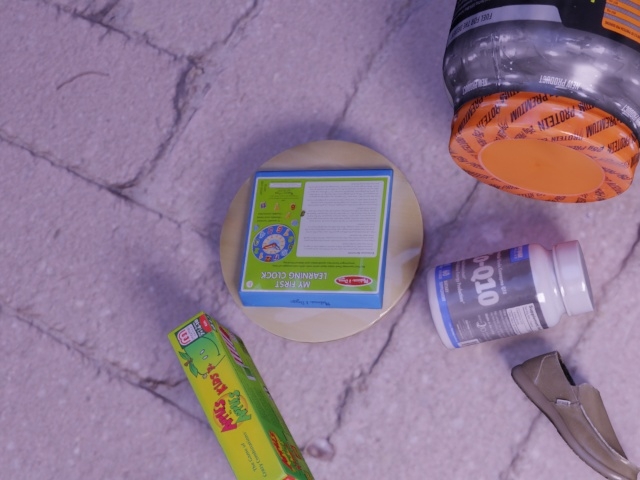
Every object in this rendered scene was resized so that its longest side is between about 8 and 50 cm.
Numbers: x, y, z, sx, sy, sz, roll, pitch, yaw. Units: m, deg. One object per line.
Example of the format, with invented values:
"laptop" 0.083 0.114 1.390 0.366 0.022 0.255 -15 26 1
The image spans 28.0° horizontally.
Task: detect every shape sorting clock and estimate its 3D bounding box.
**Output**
"shape sorting clock" 0.000 0.000 1.251 0.206 0.040 0.206 -6 67 15

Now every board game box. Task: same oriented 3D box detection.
"board game box" -0.071 0.160 1.182 0.043 0.092 0.181 -34 61 6

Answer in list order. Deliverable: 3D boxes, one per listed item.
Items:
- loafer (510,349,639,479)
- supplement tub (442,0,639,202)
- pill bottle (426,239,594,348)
"loafer" 0.223 0.149 1.093 0.050 0.056 0.148 -45 60 6
"supplement tub" 0.229 -0.219 1.159 0.207 0.207 0.338 7 71 24
"pill bottle" 0.170 0.046 1.144 0.137 0.078 0.078 -14 64 15
